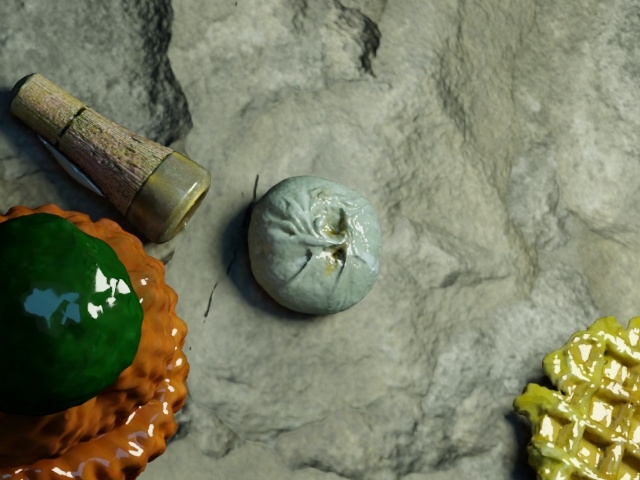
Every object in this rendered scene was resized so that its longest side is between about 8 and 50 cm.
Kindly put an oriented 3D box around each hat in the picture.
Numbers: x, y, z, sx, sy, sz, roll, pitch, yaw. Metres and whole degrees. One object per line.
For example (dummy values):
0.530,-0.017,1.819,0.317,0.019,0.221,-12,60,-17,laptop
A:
-0.212,0.054,1.095,0.285,0.400,0.285,10,61,-18,hat

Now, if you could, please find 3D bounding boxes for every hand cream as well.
-0.201,-0.085,1.346,0.203,0.084,0.084,37,59,0,hand cream

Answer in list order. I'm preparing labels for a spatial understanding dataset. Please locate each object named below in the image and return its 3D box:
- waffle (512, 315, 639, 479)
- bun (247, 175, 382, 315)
0.345,0.227,1.453,0.302,0.068,0.325,-14,76,-27,waffle
0.000,0.000,1.390,0.140,0.083,0.141,10,66,-23,bun
